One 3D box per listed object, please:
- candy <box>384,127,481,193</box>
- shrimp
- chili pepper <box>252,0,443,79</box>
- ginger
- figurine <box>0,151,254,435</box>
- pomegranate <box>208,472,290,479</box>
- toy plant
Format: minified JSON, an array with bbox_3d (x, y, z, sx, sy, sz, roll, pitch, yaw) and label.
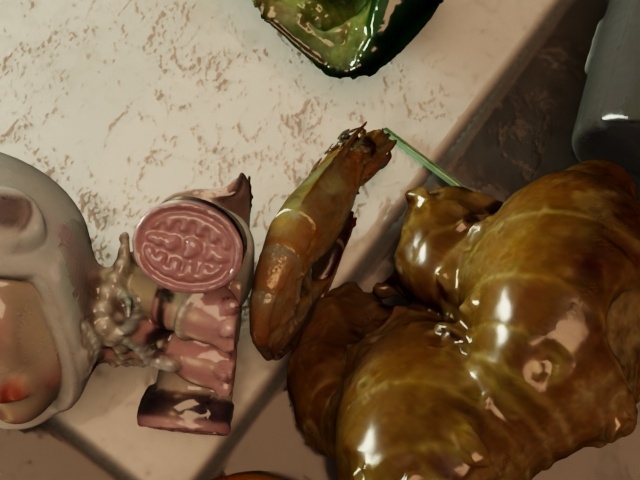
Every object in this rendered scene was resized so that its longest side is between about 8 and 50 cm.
[{"bbox_3d":[0.133,-0.038,1.073,0.201,0.060,0.060,38,81,13],"label":"candy"},{"bbox_3d":[0.003,0.001,1.027,0.053,0.133,0.236,10,54,27],"label":"shrimp"},{"bbox_3d":[-0.019,-0.252,1.081,0.264,0.116,0.148,36,93,5],"label":"chili pepper"},{"bbox_3d":[0.126,0.072,0.939,0.357,0.274,0.152,-44,119,-3],"label":"ginger"},{"bbox_3d":[-0.228,0.044,0.971,0.361,0.211,0.253,0,120,-8],"label":"figurine"},{"bbox_3d":[-0.037,0.280,0.933,0.256,0.221,0.221,-22,81,-17],"label":"pomegranate"},{"bbox_3d":[0.330,-0.235,1.044,0.279,0.185,0.400,19,71,11],"label":"toy plant"}]
